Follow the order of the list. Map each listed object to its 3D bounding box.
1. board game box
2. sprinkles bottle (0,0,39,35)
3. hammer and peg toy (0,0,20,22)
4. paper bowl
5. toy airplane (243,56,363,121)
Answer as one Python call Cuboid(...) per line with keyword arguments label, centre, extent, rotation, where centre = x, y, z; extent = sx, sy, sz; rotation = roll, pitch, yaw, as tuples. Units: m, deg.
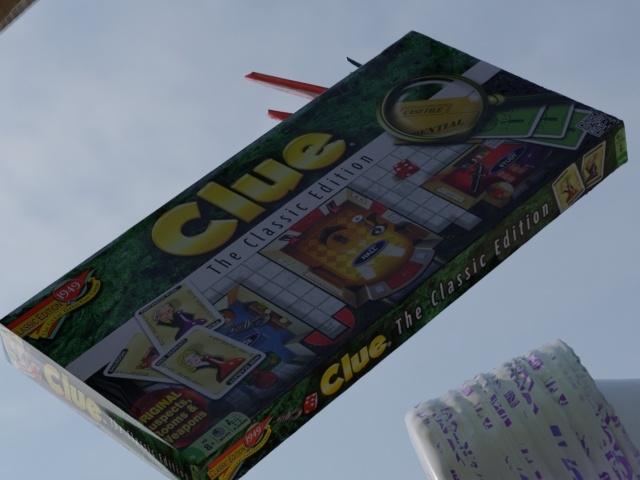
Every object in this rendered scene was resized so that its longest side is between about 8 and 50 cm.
Cuboid(label="board game box", centre=(0.000, 0.000, 0.830), extent=(0.259, 0.136, 0.030), rotation=(-38, -46, -28))
Cuboid(label="sprinkles bottle", centre=(-0.268, -0.239, 1.549), extent=(0.355, 0.121, 0.121), rotation=(-43, -25, -9))
Cuboid(label="hammer and peg toy", centre=(-0.269, -0.202, 0.803), extent=(0.127, 0.266, 0.361), rotation=(-3, -49, 40))
Cuboid(label="paper bowl", centre=(0.163, 0.181, 0.919), extent=(0.148, 0.284, 0.284), rotation=(-25, -26, 1))
Cuboid(label="toy airplane", centre=(0.013, -0.089, 1.304), extent=(0.151, 0.028, 0.151), rotation=(8, -23, 3))
